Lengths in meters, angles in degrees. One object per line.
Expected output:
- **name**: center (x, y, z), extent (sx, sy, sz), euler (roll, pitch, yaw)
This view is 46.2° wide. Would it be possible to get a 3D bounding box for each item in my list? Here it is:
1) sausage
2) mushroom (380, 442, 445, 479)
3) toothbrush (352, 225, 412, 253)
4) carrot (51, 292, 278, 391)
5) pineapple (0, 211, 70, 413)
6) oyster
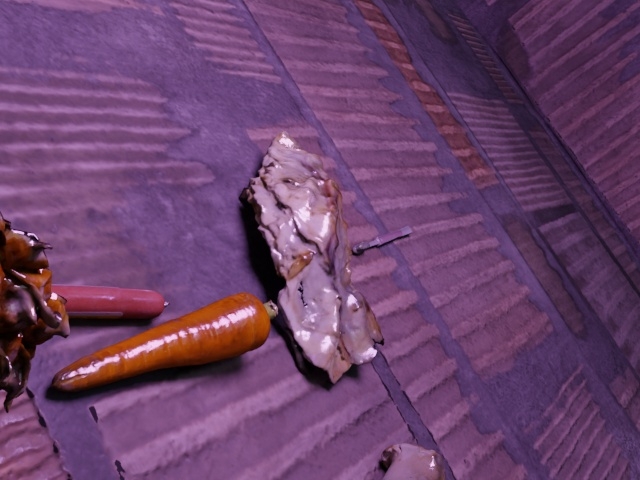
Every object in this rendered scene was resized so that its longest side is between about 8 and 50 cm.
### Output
- **sausage**: center (-0.221, 0.053, 0.651), extent (0.223, 0.029, 0.029), euler (7, 52, -50)
- **mushroom**: center (0.084, 0.281, 0.761), extent (0.116, 0.093, 0.225), euler (37, 32, 16)
- **toothbrush**: center (0.097, -0.002, 1.149), extent (0.194, 0.017, 0.014), euler (-16, 77, -60)
- **carrot**: center (-0.137, 0.101, 0.701), extent (0.256, 0.061, 0.061), euler (-16, 71, -46)
- **pineapple**: center (-0.279, 0.117, 0.354), extent (0.262, 0.262, 0.272), euler (31, 48, -31)
- **oyster**: center (0.000, -0.002, 0.937), extent (0.201, 0.107, 0.355), euler (12, 49, -52)
